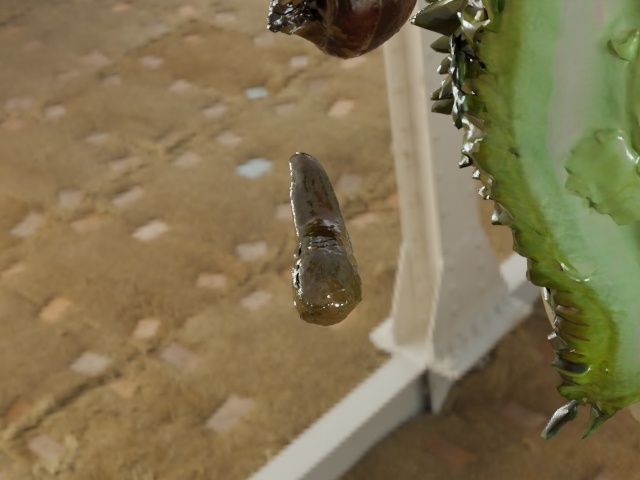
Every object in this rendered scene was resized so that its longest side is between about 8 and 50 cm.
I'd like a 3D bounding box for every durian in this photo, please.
[{"bbox_3d":[0.089,-0.053,0.431,0.132,0.375,0.107,1,-128,17],"label":"durian"}]

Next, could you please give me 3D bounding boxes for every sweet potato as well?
[{"bbox_3d":[0.001,0.004,1.243,0.062,0.081,0.233,-9,-145,1],"label":"sweet potato"}]

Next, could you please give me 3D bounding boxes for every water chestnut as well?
[{"bbox_3d":[0.017,-0.347,1.727,0.238,0.224,0.223,-28,-142,-21],"label":"water chestnut"}]

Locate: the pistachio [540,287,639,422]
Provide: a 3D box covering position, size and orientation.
[{"bbox_3d":[0.379,-0.012,0.938,0.445,0.365,0.281,-20,-158,16],"label":"pistachio"}]
